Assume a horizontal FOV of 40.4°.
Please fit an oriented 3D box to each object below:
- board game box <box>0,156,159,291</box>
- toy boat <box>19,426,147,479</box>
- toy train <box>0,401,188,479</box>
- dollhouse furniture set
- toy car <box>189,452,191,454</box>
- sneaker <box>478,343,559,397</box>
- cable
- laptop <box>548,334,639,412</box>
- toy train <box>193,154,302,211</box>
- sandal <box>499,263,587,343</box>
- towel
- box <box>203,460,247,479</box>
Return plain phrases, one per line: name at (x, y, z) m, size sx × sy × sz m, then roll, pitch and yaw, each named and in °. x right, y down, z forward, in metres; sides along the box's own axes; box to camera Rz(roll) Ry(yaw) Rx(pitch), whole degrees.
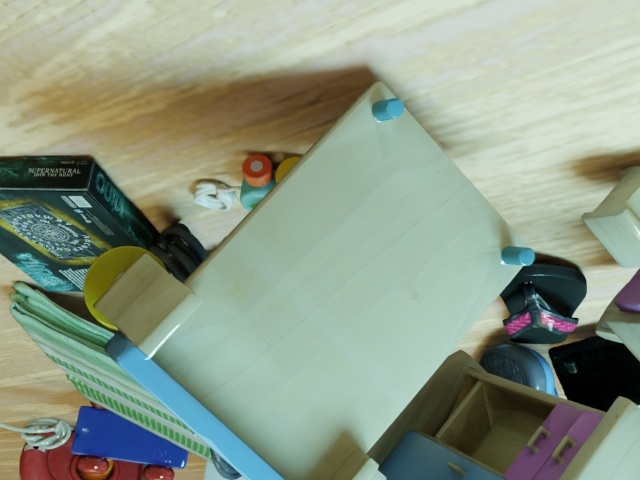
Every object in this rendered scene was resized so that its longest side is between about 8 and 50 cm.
board game box at (-0.189, -0.005, 0.647) m, size 0.126 × 0.026 × 0.186 m, roll 1°, pitch 156°, yaw 12°
toy boat at (-0.361, 0.355, 1.396) m, size 0.231 × 0.151 × 0.151 m, roll 13°, pitch 125°, yaw -15°
toy train at (-0.306, 0.261, 1.198) m, size 0.248 × 0.105 × 0.143 m, roll 11°, pitch 169°, yaw -10°
dollhouse furniture set at (0.051, 0.029, 0.529) m, size 0.303 × 0.286 × 0.198 m, roll 44°, pitch 168°, yaw -16°
toy car at (-0.165, 0.360, 1.424) m, size 0.040 × 0.060 × 0.122 m, roll -41°, pitch 144°, yaw 17°
sneaker at (0.195, 0.138, 0.826) m, size 0.082 × 0.069 × 0.209 m, roll -10°, pitch 160°, yaw -7°
cable at (-0.077, 0.072, 0.618) m, size 0.047 × 0.184 × 0.150 m, roll -20°, pitch 156°, yaw -1°
laptop at (0.365, 0.166, 0.725) m, size 0.234 × 0.264 × 0.136 m, roll -25°, pitch 177°, yaw 43°
toy train at (0.000, 0.000, 0.586) m, size 0.166 × 0.046 × 0.125 m, roll 21°, pitch 152°, yaw -30°
sandal at (0.174, 0.063, 0.686) m, size 0.067 × 0.040 × 0.179 m, roll 1°, pitch 155°, yaw 15°
towel at (-0.179, 0.161, 0.912) m, size 0.248 × 0.038 × 0.325 m, roll 25°, pitch 157°, yaw 11°
box at (-0.029, 0.403, 1.343) m, size 0.215 × 0.168 × 0.345 m, roll 1°, pitch 155°, yaw 12°
